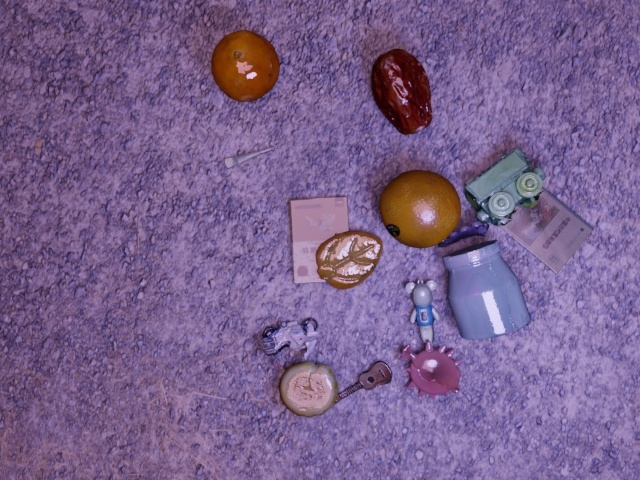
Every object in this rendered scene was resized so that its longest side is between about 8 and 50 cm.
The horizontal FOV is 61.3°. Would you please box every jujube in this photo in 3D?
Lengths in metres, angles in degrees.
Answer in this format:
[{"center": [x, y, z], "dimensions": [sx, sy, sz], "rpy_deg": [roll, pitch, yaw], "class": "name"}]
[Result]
[{"center": [0.285, -0.513, 1.867], "dimensions": [0.197, 0.197, 0.290], "rpy_deg": [-25, 104, 4], "class": "jujube"}]

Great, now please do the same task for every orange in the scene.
[{"center": [-0.261, -0.605, 1.881], "dimensions": [0.240, 0.240, 0.240], "rpy_deg": [0, 91, 4], "class": "orange"}, {"center": [0.334, -0.109, 1.830], "dimensions": [0.274, 0.274, 0.274], "rpy_deg": [0, 91, 4], "class": "orange"}]

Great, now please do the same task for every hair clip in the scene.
[{"center": [0.497, -0.011, 1.869], "dimensions": [0.195, 0.124, 0.052], "rpy_deg": [-27, 65, 37], "class": "hair clip"}]

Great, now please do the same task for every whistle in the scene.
[{"center": [0.371, 0.253, 1.929], "dimensions": [0.114, 0.077, 0.235], "rpy_deg": [-8, 96, 11], "class": "whistle"}]

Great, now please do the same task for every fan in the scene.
[{"center": [-0.259, -0.309, 1.986], "dimensions": [0.193, 0.016, 0.038], "rpy_deg": [-16, 93, 5], "class": "fan"}]

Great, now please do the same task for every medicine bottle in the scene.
[{"center": [0.548, 0.162, 1.827], "dimensions": [0.245, 0.245, 0.290], "rpy_deg": [-17, 91, 4], "class": "medicine bottle"}]

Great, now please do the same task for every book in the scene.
[{"center": [0.000, 0.000, 1.972], "dimensions": [0.217, 0.021, 0.310], "rpy_deg": [-3, 91, 4], "class": "book"}, {"center": [0.792, -0.052, 1.918], "dimensions": [0.283, 0.025, 0.215], "rpy_deg": [39, 92, 4], "class": "book"}]

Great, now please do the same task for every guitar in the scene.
[{"center": [0.136, 0.531, 1.964], "dimensions": [0.271, 0.038, 0.083], "rpy_deg": [-32, 84, 8], "class": "guitar"}]

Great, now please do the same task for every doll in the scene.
[{"center": [0.393, 0.459, 1.916], "dimensions": [0.262, 0.093, 0.211], "rpy_deg": [31, 100, -5], "class": "doll"}]

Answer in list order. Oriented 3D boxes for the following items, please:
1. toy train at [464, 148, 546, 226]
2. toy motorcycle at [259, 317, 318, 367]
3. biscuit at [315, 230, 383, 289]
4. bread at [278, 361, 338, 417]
[{"center": [0.632, -0.173, 1.856], "dimensions": [0.272, 0.159, 0.188], "rpy_deg": [-38, 71, 5], "class": "toy train"}, {"center": [-0.107, 0.368, 1.952], "dimensions": [0.221, 0.102, 0.150], "rpy_deg": [-13, 69, 1], "class": "toy motorcycle"}, {"center": [0.105, 0.062, 1.937], "dimensions": [0.260, 0.041, 0.203], "rpy_deg": [-28, 90, 5], "class": "biscuit"}, {"center": [-0.041, 0.533, 1.941], "dimensions": [0.213, 0.105, 0.213], "rpy_deg": [0, 81, 2], "class": "bread"}]
